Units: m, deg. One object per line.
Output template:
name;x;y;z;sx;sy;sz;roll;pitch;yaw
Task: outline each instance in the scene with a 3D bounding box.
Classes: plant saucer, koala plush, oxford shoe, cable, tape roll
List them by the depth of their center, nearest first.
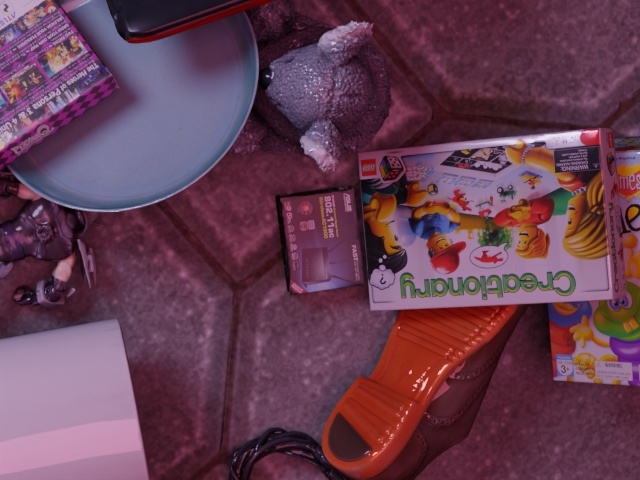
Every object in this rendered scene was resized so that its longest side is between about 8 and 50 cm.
tape roll;-0.286;0.219;1.778;0.169;0.246;0.246;-10;97;-8
plant saucer;-0.220;-0.174;1.791;0.318;0.043;0.317;-3;70;9
koala plush;0.001;-0.173;1.802;0.203;0.221;0.196;14;92;-11
oxford shoe;0.151;0.155;1.931;0.363;0.130;0.132;-48;134;-9
cable;-0.037;0.312;1.936;0.185;0.047;0.150;29;95;-14

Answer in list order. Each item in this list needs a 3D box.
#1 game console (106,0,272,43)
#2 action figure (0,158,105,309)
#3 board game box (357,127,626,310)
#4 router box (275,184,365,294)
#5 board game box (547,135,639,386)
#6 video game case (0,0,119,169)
game console;-0.113;-0.428;1.757;0.342;0.060;0.386;-19;70;-7
action figure;-0.374;0.009;1.820;0.285;0.099;0.185;-24;92;-22
board game box;0.194;-0.021;1.844;0.305;0.053;0.192;-5;91;29
router box;0.000;0.000;1.911;0.092;0.038;0.122;-9;97;-10
board game box;0.358;0.021;1.892;0.144;0.142;0.275;-17;105;-52
video game case;-0.376;-0.185;1.777;0.232;0.042;0.210;-36;67;-5
